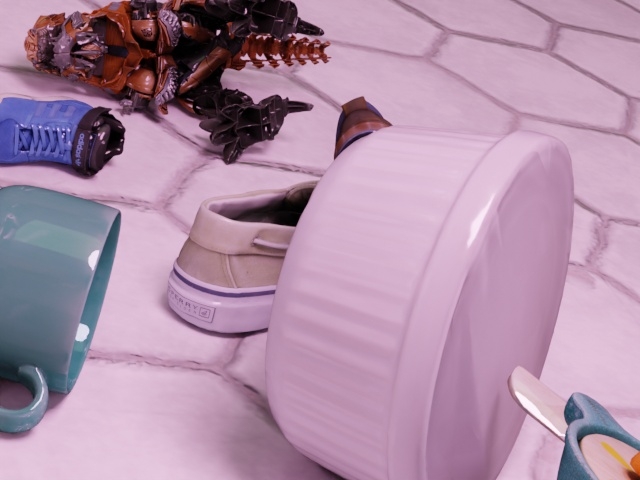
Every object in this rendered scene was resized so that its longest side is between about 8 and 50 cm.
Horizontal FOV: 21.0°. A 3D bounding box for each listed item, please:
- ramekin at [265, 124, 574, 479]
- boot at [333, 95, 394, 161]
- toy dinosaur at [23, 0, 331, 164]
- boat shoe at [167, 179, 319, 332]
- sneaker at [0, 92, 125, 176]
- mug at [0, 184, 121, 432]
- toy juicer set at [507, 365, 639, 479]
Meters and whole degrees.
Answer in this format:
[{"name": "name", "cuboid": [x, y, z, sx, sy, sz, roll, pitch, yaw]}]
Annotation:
[{"name": "ramekin", "cuboid": [0.066, 0.047, 1.152, 0.127, 0.273, 0.273, 15, 22, 21]}, {"name": "boot", "cuboid": [0.061, -0.007, 1.325, 0.082, 0.219, 0.106, -15, 27, 2]}, {"name": "toy dinosaur", "cuboid": [-0.119, -0.193, 1.673, 0.322, 0.164, 0.218, -29, 32, -32]}, {"name": "boat shoe", "cuboid": [0.000, 0.000, 1.392, 0.109, 0.094, 0.302, 31, 27, 26]}, {"name": "sneaker", "cuboid": [-0.226, -0.088, 1.463, 0.084, 0.058, 0.152, 21, 16, 26]}, {"name": "mug", "cuboid": [-0.198, 0.034, 1.135, 0.097, 0.129, 0.158, 16, 24, -1]}, {"name": "toy juicer set", "cuboid": [0.221, 0.174, 0.996, 0.209, 0.089, 0.329, 33, 17, -10]}]
